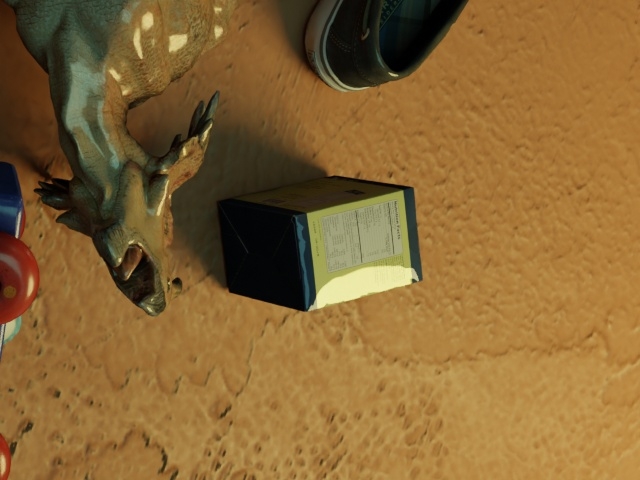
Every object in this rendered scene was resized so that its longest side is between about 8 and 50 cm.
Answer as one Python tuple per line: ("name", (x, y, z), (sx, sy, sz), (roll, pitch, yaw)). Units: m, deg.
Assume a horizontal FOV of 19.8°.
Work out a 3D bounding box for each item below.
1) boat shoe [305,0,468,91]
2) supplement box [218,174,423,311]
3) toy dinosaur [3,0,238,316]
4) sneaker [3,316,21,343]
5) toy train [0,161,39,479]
("boat shoe", (0.077, -0.182, 1.080), (0.080, 0.076, 0.228), (48, 70, -30))
("supplement box", (0.000, 0.000, 1.046), (0.083, 0.083, 0.056), (-14, 104, -32))
("toy dinosaur", (-0.089, -0.119, 0.952), (0.296, 0.127, 0.200), (-57, 131, -29))
("sneaker", (-0.245, -0.008, 0.881), (0.228, 0.087, 0.092), (38, 84, -27))
("toy train", (-0.215, 0.082, 0.828), (0.143, 0.105, 0.248), (7, 107, -15))
